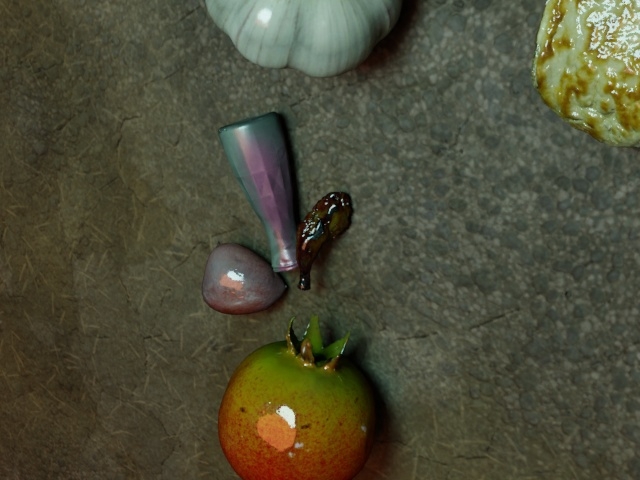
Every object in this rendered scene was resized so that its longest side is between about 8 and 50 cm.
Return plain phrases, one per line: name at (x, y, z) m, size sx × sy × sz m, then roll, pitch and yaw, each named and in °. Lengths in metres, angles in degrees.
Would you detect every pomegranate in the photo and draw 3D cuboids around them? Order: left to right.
pomegranate at (-0.030, 0.226, 1.143) m, size 0.221 × 0.221 × 0.256 m, roll 19°, pitch 107°, yaw 28°

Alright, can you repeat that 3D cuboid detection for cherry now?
cherry at (-0.121, 0.056, 1.219) m, size 0.126 × 0.087 × 0.106 m, roll 2°, pitch 110°, yaw 36°

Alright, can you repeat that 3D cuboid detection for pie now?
pie at (0.313, -0.198, 0.854) m, size 0.179 × 0.084 × 0.205 m, roll 20°, pitch 117°, yaw 28°

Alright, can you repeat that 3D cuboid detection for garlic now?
garlic at (-0.031, -0.296, 1.011) m, size 0.245 × 0.245 × 0.253 m, roll 61°, pitch 163°, yaw 2°

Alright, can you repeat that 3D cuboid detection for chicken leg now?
chicken leg at (-0.004, -0.002, 1.132) m, size 0.145 × 0.062 × 0.037 m, roll -57°, pitch 26°, yaw 5°

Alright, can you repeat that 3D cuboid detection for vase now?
vase at (-0.069, -0.063, 1.155) m, size 0.086 × 0.086 × 0.214 m, roll -9°, pitch 104°, yaw 35°
